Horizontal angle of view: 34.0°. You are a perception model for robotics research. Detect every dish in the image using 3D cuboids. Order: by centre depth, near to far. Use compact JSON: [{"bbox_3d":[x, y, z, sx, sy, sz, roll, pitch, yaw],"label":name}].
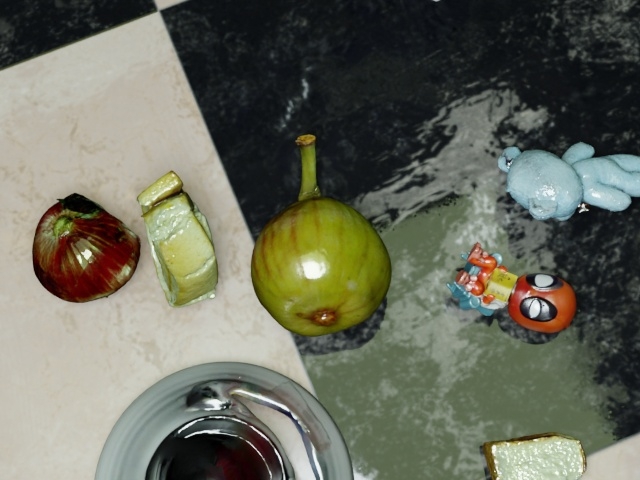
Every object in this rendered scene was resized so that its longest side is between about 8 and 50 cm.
[{"bbox_3d":[-0.100,0.246,1.035,0.273,0.134,0.273,0,74,0],"label":"dish"}]

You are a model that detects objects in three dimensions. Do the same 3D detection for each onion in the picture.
[{"bbox_3d":[-0.254,0.014,1.122,0.117,0.118,0.119,18,72,41],"label":"onion"}]

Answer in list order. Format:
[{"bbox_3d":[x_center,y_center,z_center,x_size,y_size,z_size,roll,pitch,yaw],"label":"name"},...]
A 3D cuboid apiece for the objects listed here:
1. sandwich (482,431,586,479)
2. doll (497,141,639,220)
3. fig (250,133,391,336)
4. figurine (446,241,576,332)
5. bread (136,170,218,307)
[{"bbox_3d":[0.225,0.244,1.076,0.104,0.036,0.093,-11,73,-3],"label":"sandwich"},{"bbox_3d":[0.286,-0.057,1.153,0.179,0.075,0.120,3,34,-18],"label":"doll"},{"bbox_3d":[-0.011,0.011,1.109,0.142,0.148,0.186,-34,37,6],"label":"fig"},{"bbox_3d":[0.208,0.058,1.113,0.140,0.075,0.068,26,74,-2],"label":"figurine"},{"bbox_3d":[-0.147,0.000,1.093,0.064,0.156,0.117,-21,73,-13],"label":"bread"}]
